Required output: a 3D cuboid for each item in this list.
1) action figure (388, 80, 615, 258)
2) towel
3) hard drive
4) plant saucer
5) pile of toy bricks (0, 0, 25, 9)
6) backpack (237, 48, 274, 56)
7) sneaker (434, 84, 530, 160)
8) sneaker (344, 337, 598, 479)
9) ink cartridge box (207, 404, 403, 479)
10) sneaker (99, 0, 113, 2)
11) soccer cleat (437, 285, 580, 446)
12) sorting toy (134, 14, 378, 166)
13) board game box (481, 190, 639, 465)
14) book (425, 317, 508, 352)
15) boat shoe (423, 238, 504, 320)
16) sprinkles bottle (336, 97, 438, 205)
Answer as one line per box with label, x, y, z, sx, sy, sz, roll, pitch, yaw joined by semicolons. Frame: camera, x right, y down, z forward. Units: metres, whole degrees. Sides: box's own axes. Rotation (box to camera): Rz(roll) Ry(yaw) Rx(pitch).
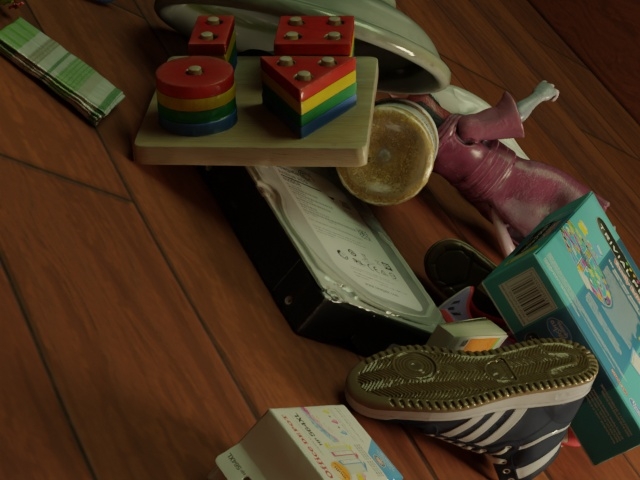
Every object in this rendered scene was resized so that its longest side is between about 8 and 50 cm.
action figure;0.233;-0.089;2.442;0.370;0.248;0.275;37;54;-14
towel;-0.296;-0.191;1.893;0.152;0.023;0.113;36;17;-5
hard drive;0.000;0.000;1.956;0.237;0.064;0.339;22;25;-43
plant saucer;-0.015;-0.294;2.212;0.401;0.100;0.400;14;-5;1
pile of toy bricks;-0.371;-0.312;1.918;0.212;0.118;0.105;-93;163;-76
backpack;-0.030;-0.180;2.216;0.152;0.115;0.182;49;17;31
sneaker;0.255;-0.138;2.669;0.292;0.108;0.169;44;16;7
sneaker;0.151;0.192;1.792;0.282;0.153;0.099;-4;41;-20
ink cartridge box;-0.016;0.203;1.430;0.092;0.090;0.143;49;20;24
sneaker;-0.338;-0.371;2.128;0.090;0.081;0.232;48;14;30
soccer cleat;0.236;0.155;2.002;0.248;0.095;0.083;37;19;-9
sorting toy;-0.068;-0.181;1.930;0.257;0.089;0.255;1;29;5
board game box;0.335;0.099;2.076;0.253;0.079;0.336;59;24;-2
book;0.144;0.136;1.870;0.035;0.096;0.144;39;16;22
boat shoe;0.238;0.091;2.160;0.257;0.095;0.095;47;-1;-5
sprinkles bottle;0.088;-0.119;2.144;0.121;0.121;0.355;40;8;0
